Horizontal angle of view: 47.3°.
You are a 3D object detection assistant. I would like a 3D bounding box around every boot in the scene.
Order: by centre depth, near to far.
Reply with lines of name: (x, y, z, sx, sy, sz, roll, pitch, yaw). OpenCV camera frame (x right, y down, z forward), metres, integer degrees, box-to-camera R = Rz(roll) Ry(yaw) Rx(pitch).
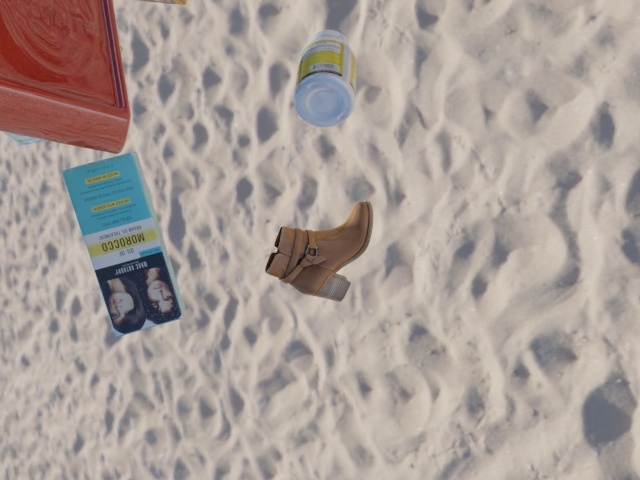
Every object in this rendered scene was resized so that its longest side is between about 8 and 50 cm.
boot: (0.000, 0.000, 1.283, 0.197, 0.153, 0.073, -69, 16, -5)

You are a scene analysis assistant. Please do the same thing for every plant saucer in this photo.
plant saucer: (-0.300, -0.237, 0.780, 0.048, 0.258, 0.258, -14, 82, 24)

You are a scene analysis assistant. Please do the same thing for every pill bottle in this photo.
pill bottle: (0.007, -0.181, 0.795, 0.065, 0.065, 0.116, -55, 20, 40)

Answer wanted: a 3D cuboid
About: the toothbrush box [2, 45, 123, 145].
toothbrush box: (-0.621, -0.374, 1.707, 0.206, 0.122, 0.283, -3, 54, 31)

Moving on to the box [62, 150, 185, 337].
box: (-0.275, 0.005, 1.033, 0.060, 0.101, 0.244, -132, 26, -78)

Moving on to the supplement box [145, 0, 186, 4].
supplement box: (-0.400, -0.658, 1.659, 0.192, 0.129, 0.194, 9, 89, 9)
